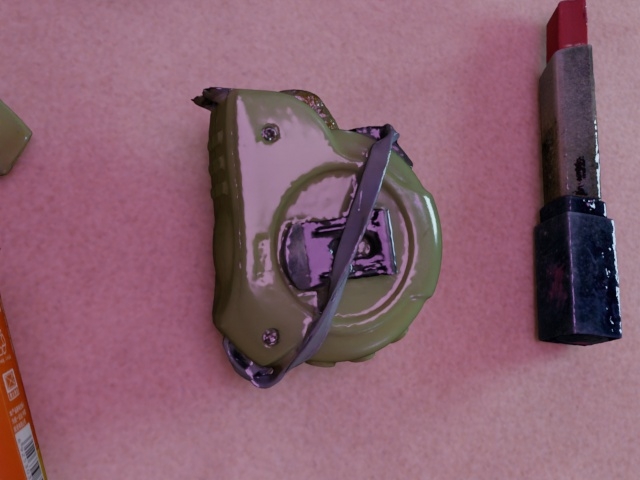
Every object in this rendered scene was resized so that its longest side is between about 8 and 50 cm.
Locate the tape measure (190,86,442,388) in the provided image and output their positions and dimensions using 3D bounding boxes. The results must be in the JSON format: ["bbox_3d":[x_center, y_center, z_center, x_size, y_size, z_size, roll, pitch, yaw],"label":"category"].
[{"bbox_3d":[0.000,0.000,0.534,0.175,0.106,0.200,1,86,-18],"label":"tape measure"}]

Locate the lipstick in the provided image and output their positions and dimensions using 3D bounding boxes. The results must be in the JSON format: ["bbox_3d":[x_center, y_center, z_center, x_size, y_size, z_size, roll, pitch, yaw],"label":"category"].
[{"bbox_3d":[0.216,-0.068,0.662,0.051,0.051,0.312,7,73,-16],"label":"lipstick"}]

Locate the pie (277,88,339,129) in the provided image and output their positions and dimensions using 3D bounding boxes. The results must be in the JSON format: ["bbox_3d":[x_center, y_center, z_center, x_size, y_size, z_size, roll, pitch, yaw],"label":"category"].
[{"bbox_3d":[-0.021,-0.080,0.599,0.085,0.017,0.085,5,75,-17],"label":"pie"}]

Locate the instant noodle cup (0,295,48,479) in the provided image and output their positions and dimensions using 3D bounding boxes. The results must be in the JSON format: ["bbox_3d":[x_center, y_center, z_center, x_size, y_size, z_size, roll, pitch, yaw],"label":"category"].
[{"bbox_3d":[-0.239,0.115,0.387,0.213,0.213,0.174,-21,92,-22],"label":"instant noodle cup"}]

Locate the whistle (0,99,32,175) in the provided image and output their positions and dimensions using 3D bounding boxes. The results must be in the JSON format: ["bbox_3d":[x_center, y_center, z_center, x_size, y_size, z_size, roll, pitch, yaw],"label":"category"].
[{"bbox_3d":[-0.314,-0.145,0.453,0.294,0.141,0.141,27,70,-12],"label":"whistle"}]
